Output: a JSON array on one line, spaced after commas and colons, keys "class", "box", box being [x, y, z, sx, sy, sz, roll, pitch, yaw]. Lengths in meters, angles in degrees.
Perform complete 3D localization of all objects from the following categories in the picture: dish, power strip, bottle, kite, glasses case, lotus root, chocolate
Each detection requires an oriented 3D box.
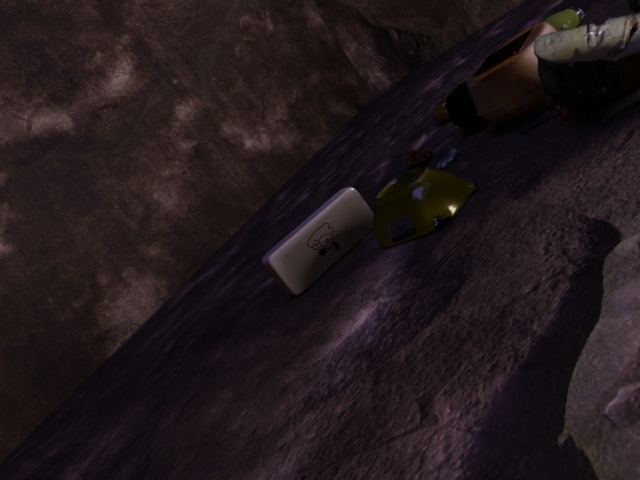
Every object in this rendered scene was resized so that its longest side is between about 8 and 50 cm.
[{"class": "dish", "box": [0.218, -0.097, 1.386, 0.221, 0.108, 0.262, -46, 16, -30]}, {"class": "power strip", "box": [0.350, -0.230, 1.646, 0.083, 0.035, 0.055, -46, 16, -24]}, {"class": "bottle", "box": [0.745, -0.661, 1.902, 0.260, 0.112, 0.112, -42, 14, -18]}, {"class": "kite", "box": [0.581, -0.321, 1.415, 0.232, 0.009, 0.189, -30, 15, 29]}, {"class": "glasses case", "box": [0.000, 0.000, 1.559, 0.313, 0.131, 0.070, -41, 14, -17]}, {"class": "lotus root", "box": [0.599, -0.365, 1.256, 0.266, 0.149, 0.260, -7, 33, 27]}, {"class": "chocolate", "box": [0.449, -0.389, 1.792, 0.156, 0.156, 0.133, -38, -14, -3]}]

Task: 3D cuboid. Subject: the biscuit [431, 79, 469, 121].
[{"class": "biscuit", "box": [0.550, -0.531, 2.090, 0.355, 0.052, 0.275, -38, 13, 0]}]

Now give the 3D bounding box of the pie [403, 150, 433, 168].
[{"class": "pie", "box": [0.306, -0.253, 1.837, 0.088, 0.033, 0.191, -16, 19, 18]}]

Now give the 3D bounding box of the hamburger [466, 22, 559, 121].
[{"class": "hamburger", "box": [0.536, -0.433, 1.568, 0.302, 0.170, 0.302, -39, 14, 11]}]

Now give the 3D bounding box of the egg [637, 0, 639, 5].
[{"class": "egg", "box": [0.849, -0.613, 1.248, 0.230, 0.230, 0.371, -46, 11, -33]}]

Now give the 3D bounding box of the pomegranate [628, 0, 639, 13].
[{"class": "pomegranate", "box": [0.871, -0.641, 1.538, 0.130, 0.130, 0.130, -35, 14, 10]}]
